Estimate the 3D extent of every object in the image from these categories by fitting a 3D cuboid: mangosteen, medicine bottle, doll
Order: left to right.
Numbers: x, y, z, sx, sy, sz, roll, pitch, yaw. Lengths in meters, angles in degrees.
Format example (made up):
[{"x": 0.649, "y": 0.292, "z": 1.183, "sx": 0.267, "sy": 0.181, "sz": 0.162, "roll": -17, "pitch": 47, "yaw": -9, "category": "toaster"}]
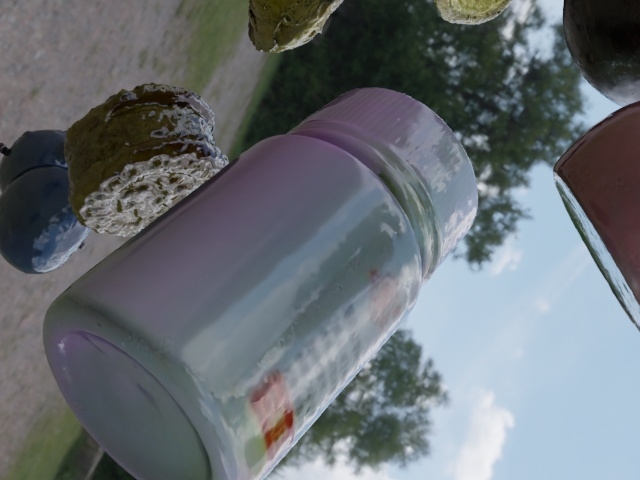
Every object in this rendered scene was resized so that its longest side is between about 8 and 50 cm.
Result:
[{"x": -0.425, "y": -0.065, "z": 1.422, "sx": 0.228, "sy": 0.154, "sz": 0.258, "roll": -44, "pitch": -133, "yaw": 22, "category": "doll"}, {"x": -0.035, "y": 0.031, "z": 0.812, "sx": 0.388, "sy": 0.219, "sz": 0.219, "roll": -44, "pitch": 174, "yaw": -38, "category": "medicine bottle"}, {"x": 0.388, "y": -0.274, "z": 0.972, "sx": 0.288, "sy": 0.288, "sz": 0.288, "roll": -59, "pitch": -175, "yaw": 9, "category": "mangosteen"}]

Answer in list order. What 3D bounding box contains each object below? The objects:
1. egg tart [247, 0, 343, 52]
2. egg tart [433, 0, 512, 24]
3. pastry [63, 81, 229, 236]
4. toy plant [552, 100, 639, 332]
[{"x": -0.038, "y": -0.428, "z": 1.395, "sx": 0.294, "sy": 0.116, "sz": 0.295, "roll": -32, "pitch": -135, "yaw": 39, "category": "egg tart"}, {"x": 0.229, "y": -0.406, "z": 1.330, "sx": 0.191, "sy": 0.074, "sz": 0.191, "roll": -26, "pitch": 146, "yaw": -19, "category": "egg tart"}, {"x": -0.198, "y": -0.087, "z": 1.038, "sx": 0.189, "sy": 0.188, "sz": 0.103, "roll": -54, "pitch": -129, "yaw": 51, "category": "pastry"}, {"x": 0.371, "y": -0.046, "z": 0.663, "sx": 0.356, "sy": 0.317, "sz": 0.210, "roll": -29, "pitch": 164, "yaw": 2, "category": "toy plant"}]
